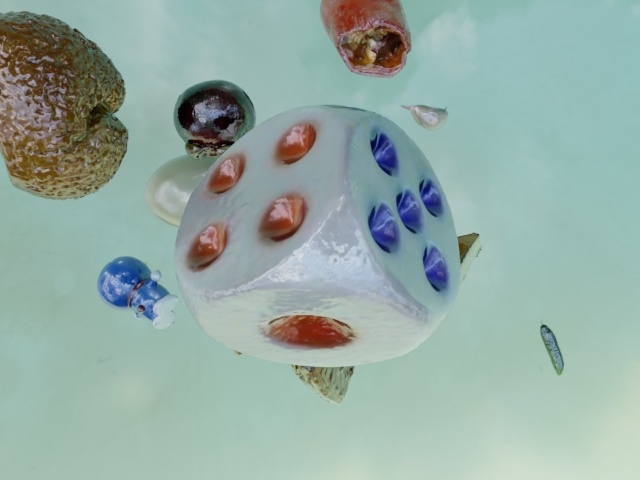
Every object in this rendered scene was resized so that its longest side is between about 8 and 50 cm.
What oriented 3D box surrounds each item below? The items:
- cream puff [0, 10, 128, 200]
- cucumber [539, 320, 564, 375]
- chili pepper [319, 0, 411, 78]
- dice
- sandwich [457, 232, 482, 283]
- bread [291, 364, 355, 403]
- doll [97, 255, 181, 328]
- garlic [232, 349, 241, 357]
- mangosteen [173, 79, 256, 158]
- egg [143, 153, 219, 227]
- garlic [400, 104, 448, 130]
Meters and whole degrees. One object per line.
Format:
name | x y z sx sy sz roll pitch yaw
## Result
cream puff | -0.427 -0.216 0.867 0.212 0.303 0.302 -13 104 -26
cucumber | 0.669 0.307 1.524 0.039 0.039 0.167 -20 87 7
chili pepper | 0.140 -0.666 1.628 0.252 0.305 0.229 4 137 -19
dice | 0.000 0.000 0.653 0.259 0.251 0.243 -20 138 34
sandwich | 0.284 0.048 1.287 0.163 0.193 0.058 7 129 38
bread | 0.000 0.363 1.723 0.167 0.277 0.324 4 148 26
doll | -0.525 0.145 1.543 0.257 0.161 0.215 32 117 16
garlic | -0.124 0.120 1.022 0.195 0.087 0.101 -46 106 -22
mangosteen | -0.189 -0.211 0.952 0.153 0.152 0.152 1 103 2
egg | -0.291 -0.114 1.249 0.254 0.188 0.188 -4 102 -1
garlic | 0.290 -0.331 1.423 0.084 0.152 0.066 14 104 39
